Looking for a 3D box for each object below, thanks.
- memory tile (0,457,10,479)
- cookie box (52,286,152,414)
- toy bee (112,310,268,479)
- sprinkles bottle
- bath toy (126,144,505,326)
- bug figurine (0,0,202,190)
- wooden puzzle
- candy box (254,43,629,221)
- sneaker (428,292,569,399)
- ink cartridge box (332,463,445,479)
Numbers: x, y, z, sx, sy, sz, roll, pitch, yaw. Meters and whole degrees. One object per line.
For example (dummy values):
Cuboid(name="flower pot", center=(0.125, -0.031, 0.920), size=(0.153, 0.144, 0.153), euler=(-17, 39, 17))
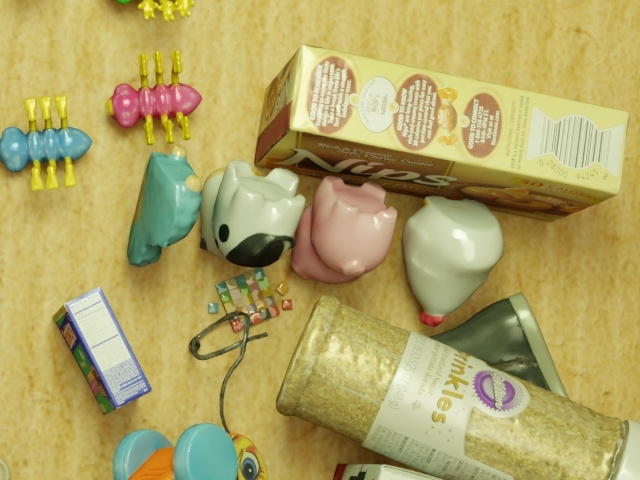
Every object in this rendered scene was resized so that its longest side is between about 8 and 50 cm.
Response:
Cuboid(name="memory tile", center=(-0.303, 0.281, 1.548), size=(0.113, 0.012, 0.148), euler=(-35, 90, -14))
Cuboid(name="cookie box", center=(-0.202, 0.103, 1.553), size=(0.040, 0.092, 0.107), euler=(-26, 88, -18))
Cuboid(name="toy bee", center=(-0.097, 0.228, 1.527), size=(0.298, 0.195, 0.162), euler=(-45, 118, -24))
Cuboid(name="sprinkles bottle", center=(0.140, 0.170, 1.547), size=(0.355, 0.121, 0.121), euler=(22, 78, 1))
Cuboid(name="bath toy", center=(0.000, 0.000, 1.595), size=(0.348, 0.151, 0.129), euler=(10, 115, -15))
Cuboid(name="bug figurine", center=(-0.219, -0.185, 1.596), size=(0.216, 0.072, 0.279), euler=(-2, 88, -6))
Cuboid(name="wooden puzzle", center=(-0.069, 0.057, 1.632), size=(0.083, 0.006, 0.049), euler=(-22, 88, -14))
Cuboid(name="candy box", center=(0.110, -0.096, 1.600), size=(0.316, 0.183, 0.088), euler=(11, 79, -11))
Cuboid(name="sneaker", center=(0.186, 0.171, 1.647), size=(0.118, 0.083, 0.222), euler=(-23, 95, 4))
Cuboid(name="ink cartridge box", center=(0.051, 0.272, 1.543), size=(0.072, 0.175, 0.127), euler=(18, 79, -10))
